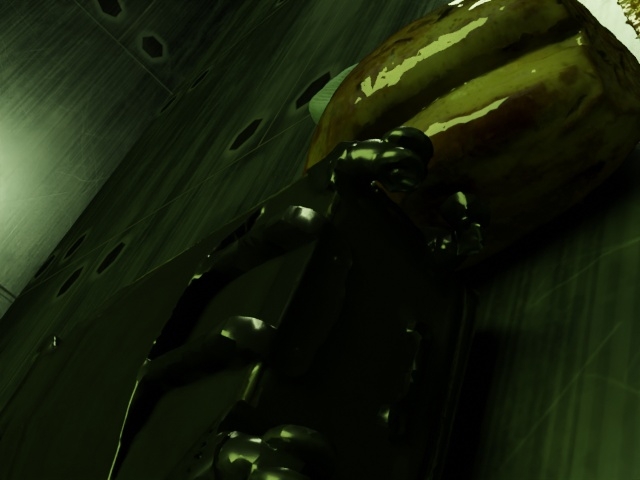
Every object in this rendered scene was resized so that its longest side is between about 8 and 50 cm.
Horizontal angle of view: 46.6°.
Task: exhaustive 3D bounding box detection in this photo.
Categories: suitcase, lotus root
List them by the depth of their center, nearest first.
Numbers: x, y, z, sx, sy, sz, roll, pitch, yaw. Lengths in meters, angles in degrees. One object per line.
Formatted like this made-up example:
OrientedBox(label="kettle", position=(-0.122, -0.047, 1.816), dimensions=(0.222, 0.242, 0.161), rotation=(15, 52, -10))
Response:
OrientedBox(label="suitcase", position=(-0.077, 0.123, 0.532), dimensions=(0.433, 0.194, 0.283), rotation=(-26, 30, 41))
OrientedBox(label="lotus root", position=(0.100, -0.081, 0.591), dimensions=(0.291, 0.193, 0.193), rotation=(-35, 25, 25))

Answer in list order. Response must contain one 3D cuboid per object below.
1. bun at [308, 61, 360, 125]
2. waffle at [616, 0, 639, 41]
OrientedBox(label="bun", position=(0.057, -0.177, 0.957), dimensions=(0.140, 0.083, 0.141), rotation=(-29, 25, 15))
OrientedBox(label="waffle", position=(0.298, -0.184, 0.584), dimensions=(0.102, 0.042, 0.148), rotation=(-35, 25, 29))
